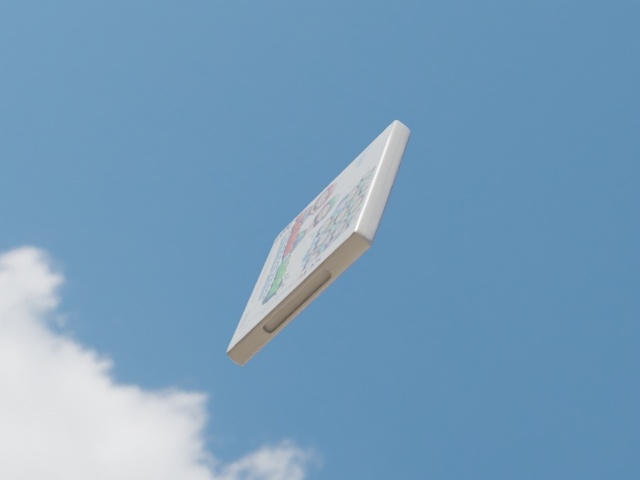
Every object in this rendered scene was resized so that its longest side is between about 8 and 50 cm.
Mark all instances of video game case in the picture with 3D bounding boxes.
[{"bbox_3d":[0.000,0.000,1.264,0.019,0.157,0.143,39,-58,-11],"label":"video game case"}]
